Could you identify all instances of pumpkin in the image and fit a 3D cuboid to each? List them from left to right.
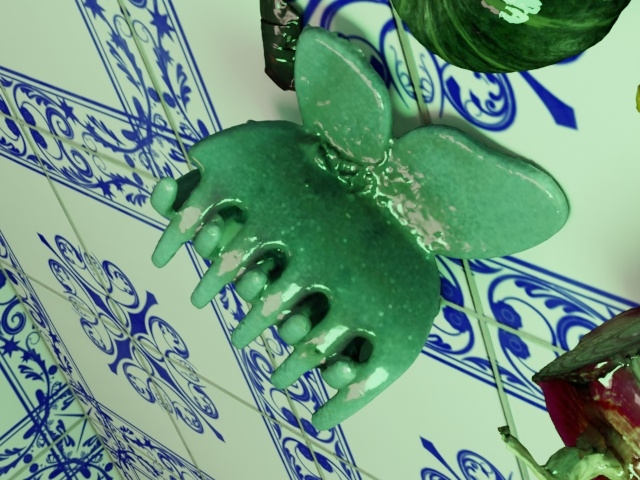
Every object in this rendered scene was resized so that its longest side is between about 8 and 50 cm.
[{"bbox_3d":[0.131,-0.219,0.887,0.211,0.152,0.211,46,147,42],"label":"pumpkin"}]

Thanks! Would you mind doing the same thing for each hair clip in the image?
[{"bbox_3d":[0.000,0.000,1.264,0.318,0.238,0.392,45,154,-1],"label":"hair clip"}]

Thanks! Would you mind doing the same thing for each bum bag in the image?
[{"bbox_3d":[-0.041,-0.205,1.302,0.058,0.034,0.124,34,150,30],"label":"bum bag"}]

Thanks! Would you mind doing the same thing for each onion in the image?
[{"bbox_3d":[0.317,0.155,0.999,0.230,0.272,0.256,56,-173,3],"label":"onion"}]

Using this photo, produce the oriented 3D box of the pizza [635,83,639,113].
[{"bbox_3d":[0.287,-0.076,0.949,0.134,0.046,0.175,44,154,10],"label":"pizza"}]
